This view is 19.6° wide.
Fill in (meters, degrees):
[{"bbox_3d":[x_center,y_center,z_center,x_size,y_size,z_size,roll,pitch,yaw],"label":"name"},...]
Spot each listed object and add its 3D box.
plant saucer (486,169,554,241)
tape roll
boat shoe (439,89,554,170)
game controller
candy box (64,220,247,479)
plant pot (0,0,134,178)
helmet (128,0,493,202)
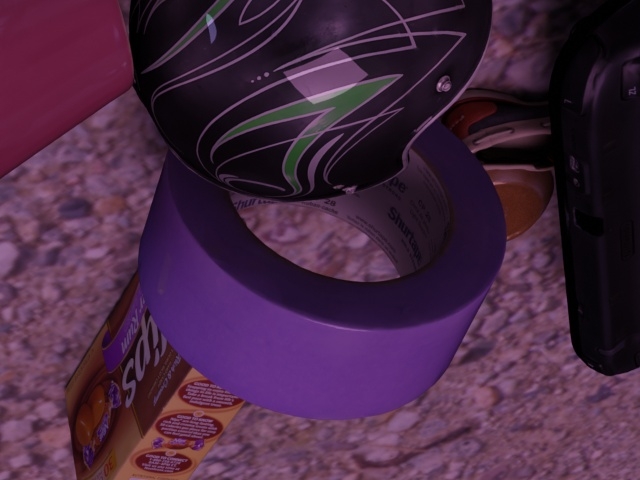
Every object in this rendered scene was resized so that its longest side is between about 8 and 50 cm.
[{"bbox_3d":[0.107,-0.021,1.159,0.083,0.015,0.083,-9,140,-7],"label":"plant saucer"},{"bbox_3d":[0.000,0.000,1.012,0.189,0.189,0.080,1,139,-19],"label":"tape roll"},{"bbox_3d":[0.136,-0.060,1.101,0.137,0.043,0.049,3,136,-23],"label":"boat shoe"},{"bbox_3d":[0.212,-0.045,1.104,0.166,0.067,0.319,-42,147,-21],"label":"game controller"},{"bbox_3d":[-0.096,0.083,1.143,0.053,0.109,0.186,10,135,-27],"label":"candy box"},{"bbox_3d":[-0.193,-0.095,0.852,0.180,0.201,0.201,-25,143,-13],"label":"plant pot"},{"bbox_3d":[-0.007,-0.106,0.906,0.169,0.169,0.161,-1,156,-17],"label":"helmet"}]
